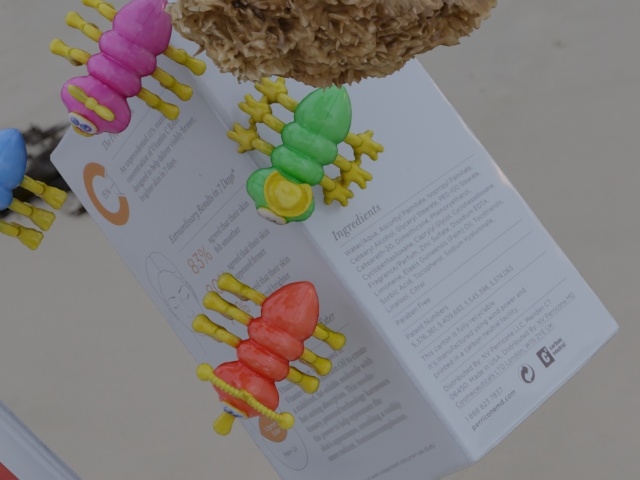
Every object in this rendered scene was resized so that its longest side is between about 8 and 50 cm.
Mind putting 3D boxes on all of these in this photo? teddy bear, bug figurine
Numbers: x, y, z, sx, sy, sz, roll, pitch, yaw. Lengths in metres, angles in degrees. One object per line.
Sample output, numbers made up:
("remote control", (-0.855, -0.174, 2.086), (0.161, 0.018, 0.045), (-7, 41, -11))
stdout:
("teddy bear", (-0.043, -0.223, 0.690), (0.245, 0.338, 0.113), (-35, 0, -44))
("bug figurine", (-0.092, -0.022, 0.811), (0.216, 0.279, 0.072), (-63, 8, -1))

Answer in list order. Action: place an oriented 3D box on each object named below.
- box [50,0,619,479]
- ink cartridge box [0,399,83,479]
("box", (0.000, 0.000, 0.978), (0.168, 0.345, 0.215), (-34, -3, -35))
("ink cartridge box", (-0.219, 0.208, 0.579), (0.309, 0.272, 0.130), (-48, 30, -17))
